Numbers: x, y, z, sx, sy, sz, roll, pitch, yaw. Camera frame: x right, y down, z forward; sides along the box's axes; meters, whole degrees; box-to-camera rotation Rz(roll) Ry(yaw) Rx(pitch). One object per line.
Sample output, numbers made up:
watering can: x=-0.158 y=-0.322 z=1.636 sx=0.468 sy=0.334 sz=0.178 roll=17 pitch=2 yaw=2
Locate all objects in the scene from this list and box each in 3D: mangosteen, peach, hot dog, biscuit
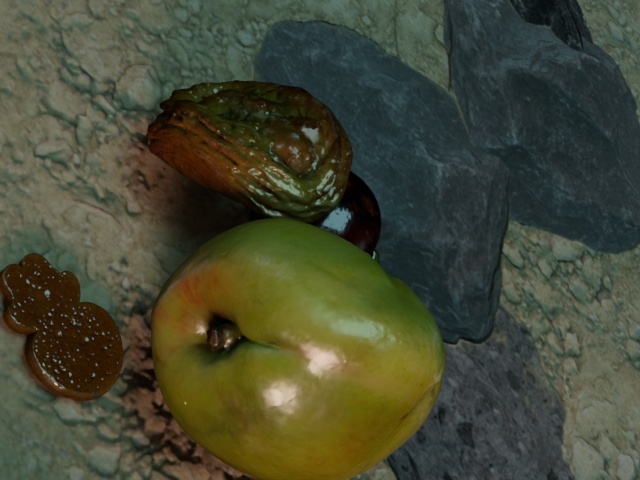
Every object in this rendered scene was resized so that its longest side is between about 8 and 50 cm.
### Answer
mangosteen: x=0.000 y=0.000 z=1.767 sx=0.200 sy=0.200 sz=0.199 roll=22 pitch=53 yaw=-32
peach: x=-0.026 y=0.132 z=1.568 sx=0.281 sy=0.314 sz=0.316 roll=-61 pitch=150 yaw=-2
hot dog: x=-0.084 y=-0.114 z=1.674 sx=0.196 sy=0.272 sz=0.122 roll=-18 pitch=121 yaw=-33
biscuit: x=-0.286 y=0.096 z=1.541 sx=0.175 sy=0.026 sz=0.124 roll=56 pitch=41 yaw=-1
